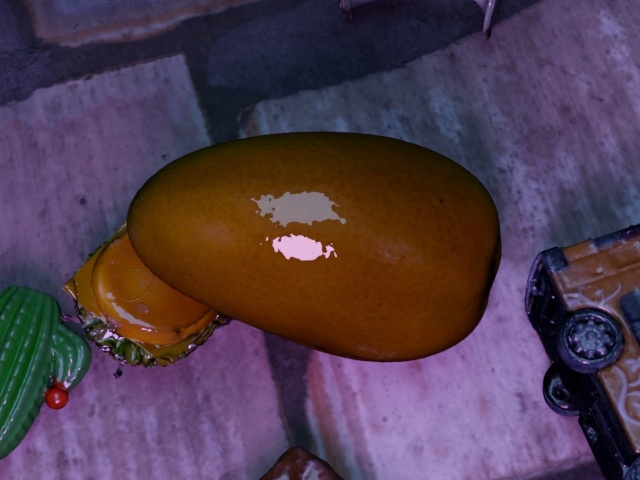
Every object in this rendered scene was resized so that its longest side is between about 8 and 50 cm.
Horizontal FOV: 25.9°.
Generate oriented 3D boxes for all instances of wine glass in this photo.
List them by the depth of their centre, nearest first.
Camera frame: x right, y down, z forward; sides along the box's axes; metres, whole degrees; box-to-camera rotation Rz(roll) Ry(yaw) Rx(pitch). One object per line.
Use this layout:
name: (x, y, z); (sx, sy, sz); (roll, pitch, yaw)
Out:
wine glass: (0.123, -0.304, 1.627); (0.183, 0.122, 0.122); (14, 64, 7)

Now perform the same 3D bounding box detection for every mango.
mango: (0.000, 0.000, 1.365); (0.378, 0.264, 0.221); (9, 82, -10)

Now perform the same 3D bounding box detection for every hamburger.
hamburger: (-0.174, 0.057, 1.454); (0.164, 0.093, 0.189); (45, 60, 12)

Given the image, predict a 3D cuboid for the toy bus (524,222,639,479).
toy bus: (0.335, 0.150, 1.343); (0.194, 0.162, 0.323); (-18, 64, -7)

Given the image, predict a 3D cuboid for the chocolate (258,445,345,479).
chocolate: (0.013, 0.308, 1.316); (0.214, 0.093, 0.148); (35, 71, 20)

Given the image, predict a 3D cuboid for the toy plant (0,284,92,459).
toy plant: (-0.345, 0.156, 1.424); (0.155, 0.088, 0.240); (37, 74, 18)
